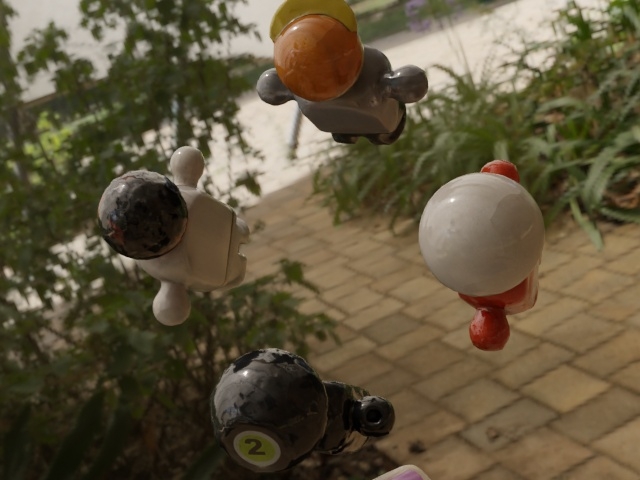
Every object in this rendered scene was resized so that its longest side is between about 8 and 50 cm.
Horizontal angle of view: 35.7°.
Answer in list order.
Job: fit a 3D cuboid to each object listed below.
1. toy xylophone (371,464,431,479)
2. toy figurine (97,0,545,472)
[{"bbox_3d":[0.054,0.286,0.621,0.236,0.323,0.081,-11,31,-34],"label":"toy xylophone"},{"bbox_3d":[0.000,0.000,0.542,0.213,0.209,0.148,-39,-19,7],"label":"toy figurine"}]
